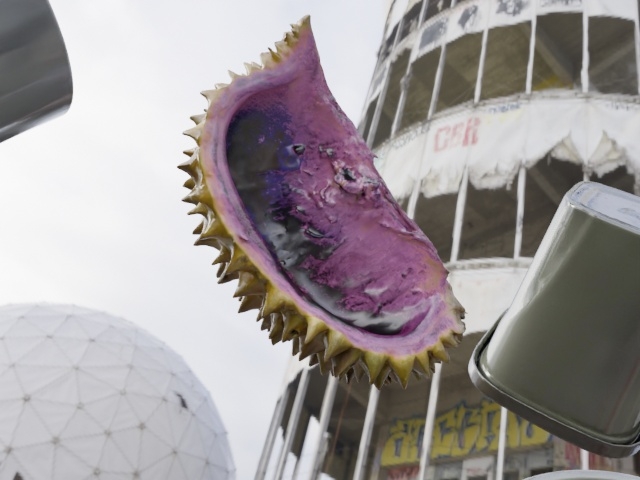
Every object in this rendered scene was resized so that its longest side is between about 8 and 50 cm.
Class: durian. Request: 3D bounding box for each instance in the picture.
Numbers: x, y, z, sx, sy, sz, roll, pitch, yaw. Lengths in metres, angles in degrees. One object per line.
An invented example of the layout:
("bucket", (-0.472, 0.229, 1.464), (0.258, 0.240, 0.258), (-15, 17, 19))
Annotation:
("durian", (-0.012, 0.009, 0.514), (0.260, 0.154, 0.186), (55, -20, 13))

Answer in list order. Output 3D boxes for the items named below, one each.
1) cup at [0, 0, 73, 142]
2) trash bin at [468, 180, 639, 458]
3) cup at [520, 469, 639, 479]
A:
("cup", (-0.450, -0.175, 0.591), (0.323, 0.327, 0.237), (42, -32, 21))
("trash bin", (0.333, 0.078, 0.809), (0.220, 0.219, 0.250), (25, -65, 22))
("cup", (0.113, 0.235, 0.342), (0.241, 0.185, 0.226), (36, -42, 37))
